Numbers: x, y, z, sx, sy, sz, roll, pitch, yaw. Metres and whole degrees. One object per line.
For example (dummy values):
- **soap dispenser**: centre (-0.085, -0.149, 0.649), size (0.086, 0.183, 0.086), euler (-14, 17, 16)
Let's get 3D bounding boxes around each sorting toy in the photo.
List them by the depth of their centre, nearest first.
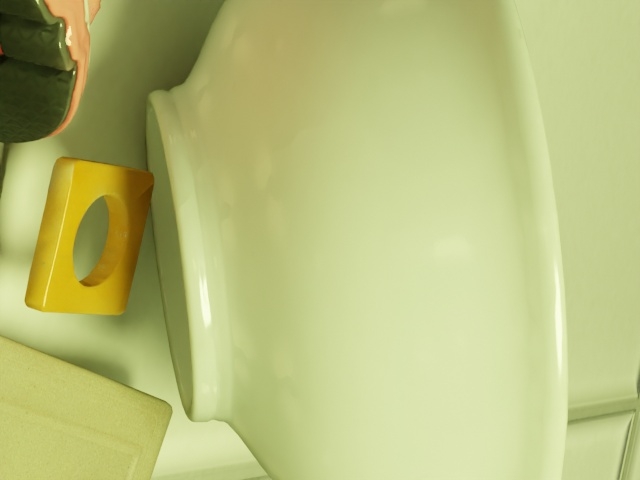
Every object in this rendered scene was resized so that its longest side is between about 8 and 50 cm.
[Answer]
- **sorting toy**: centre (-0.143, 0.131, 0.805), size (0.196, 0.047, 0.348), euler (34, 72, -63)

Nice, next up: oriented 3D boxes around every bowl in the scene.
- **bowl**: centre (0.000, 0.000, 0.841), size (0.298, 0.134, 0.298), euler (172, -90, -81)

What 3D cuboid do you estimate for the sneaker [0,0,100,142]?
- **sneaker**: centre (-0.110, -0.176, 0.639), size (0.314, 0.116, 0.136), euler (103, 4, -53)
